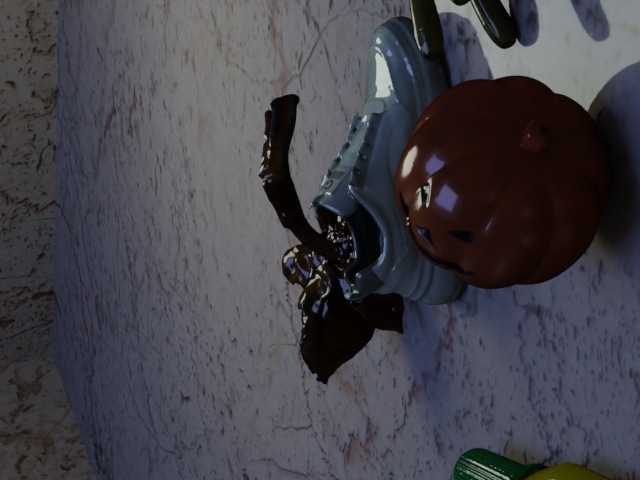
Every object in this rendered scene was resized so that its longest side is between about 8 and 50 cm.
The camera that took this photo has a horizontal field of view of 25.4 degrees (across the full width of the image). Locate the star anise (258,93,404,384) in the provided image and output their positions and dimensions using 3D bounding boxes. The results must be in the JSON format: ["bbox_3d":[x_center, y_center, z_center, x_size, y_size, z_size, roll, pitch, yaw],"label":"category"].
[{"bbox_3d":[0.009,-0.006,1.688,0.237,0.148,0.346,8,116,65],"label":"star anise"}]

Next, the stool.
[{"bbox_3d":[0.134,-0.245,1.323,0.134,0.135,0.110,25,-141,-60],"label":"stool"}]

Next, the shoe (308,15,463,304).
[{"bbox_3d":[0.056,-0.074,1.526,0.124,0.159,0.316,179,80,-70],"label":"shoe"}]

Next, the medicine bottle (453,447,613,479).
[{"bbox_3d":[0.220,0.259,1.358,0.309,0.076,0.111,-165,75,-68],"label":"medicine bottle"}]

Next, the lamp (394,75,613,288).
[{"bbox_3d":[0.161,-0.055,1.232,0.164,0.188,0.187,116,140,-59],"label":"lamp"}]
